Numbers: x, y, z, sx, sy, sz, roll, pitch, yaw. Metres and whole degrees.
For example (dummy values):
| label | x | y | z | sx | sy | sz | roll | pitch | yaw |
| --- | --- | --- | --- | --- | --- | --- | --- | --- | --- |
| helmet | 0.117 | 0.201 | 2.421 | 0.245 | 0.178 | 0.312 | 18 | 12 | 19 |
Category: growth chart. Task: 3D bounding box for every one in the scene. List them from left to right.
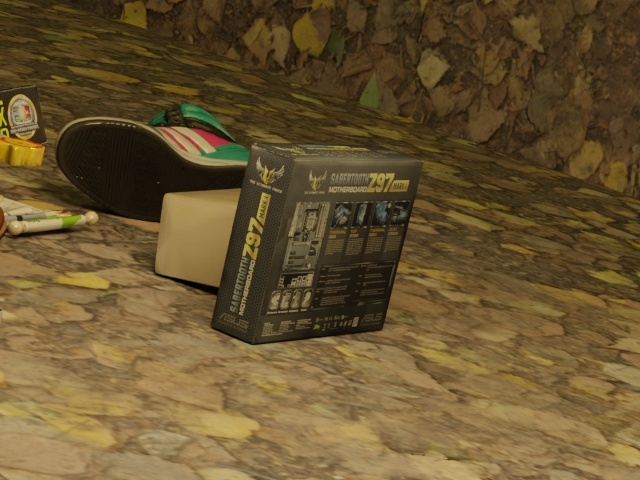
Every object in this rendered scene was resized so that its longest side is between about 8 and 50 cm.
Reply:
| label | x | y | z | sx | sy | sz | roll | pitch | yaw |
| --- | --- | --- | --- | --- | --- | --- | --- | --- | --- |
| growth chart | -0.378 | -0.044 | 2.112 | 0.237 | 0.021 | 0.172 | 17 | 12 | 21 |

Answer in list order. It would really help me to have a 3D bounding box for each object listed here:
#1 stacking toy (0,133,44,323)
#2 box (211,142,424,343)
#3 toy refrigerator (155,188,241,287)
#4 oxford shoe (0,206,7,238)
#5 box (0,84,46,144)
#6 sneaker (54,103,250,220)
| label | x | y | z | sx | sy | sz | roll | pitch | yaw |
| --- | --- | --- | --- | --- | --- | --- | --- | --- | --- |
| stacking toy | -0.354 | -0.026 | 1.660 | 0.221 | 0.167 | 0.052 | 14 | 11 | 5 |
| box | 0.000 | 0.000 | 1.931 | 0.059 | 0.183 | 0.232 | 21 | 14 | 31 |
| toy refrigerator | -0.060 | -0.002 | 2.116 | 0.102 | 0.094 | 0.269 | 12 | 8 | 27 |
| oxford shoe | -0.369 | -0.030 | 1.914 | 0.076 | 0.076 | 0.212 | 17 | 10 | 24 |
| box | -0.426 | -0.086 | 1.833 | 0.270 | 0.060 | 0.216 | -7 | 7 | 31 |
| sneaker | -0.196 | -0.102 | 2.345 | 0.295 | 0.124 | 0.178 | 17 | 13 | -31 |
